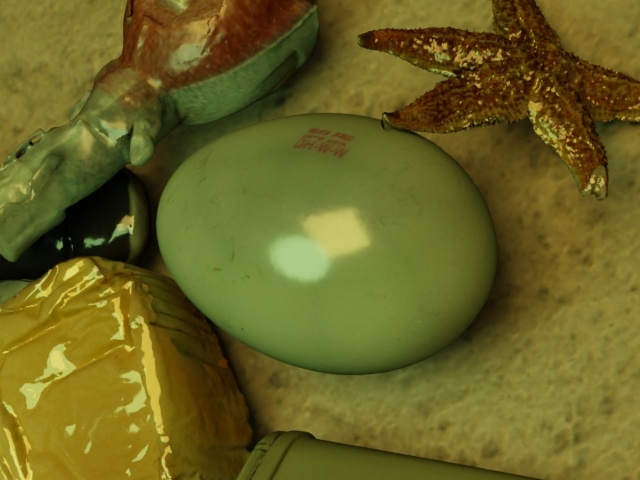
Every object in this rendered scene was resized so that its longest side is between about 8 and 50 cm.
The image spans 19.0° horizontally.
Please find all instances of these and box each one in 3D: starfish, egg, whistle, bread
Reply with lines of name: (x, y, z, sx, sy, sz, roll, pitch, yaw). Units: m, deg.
starfish: (0.140, -0.120, 1.356, 0.240, 0.227, 0.043, -107, 26, -44)
egg: (0.000, 0.000, 1.354, 0.264, 0.183, 0.182, 10, 82, 33)
whistle: (-0.123, -0.122, 1.434, 0.346, 0.133, 0.142, -42, 61, -13)
bread: (-0.147, 0.137, 1.411, 0.179, 0.133, 0.250, -27, 68, 16)

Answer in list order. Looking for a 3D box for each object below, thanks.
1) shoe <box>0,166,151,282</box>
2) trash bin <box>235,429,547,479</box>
shoe: (-0.273, -0.015, 1.498, 0.291, 0.137, 0.114, -9, 76, 20)
trash bin: (0.047, 0.239, 1.269, 0.247, 0.121, 0.243, 6, 37, 22)
